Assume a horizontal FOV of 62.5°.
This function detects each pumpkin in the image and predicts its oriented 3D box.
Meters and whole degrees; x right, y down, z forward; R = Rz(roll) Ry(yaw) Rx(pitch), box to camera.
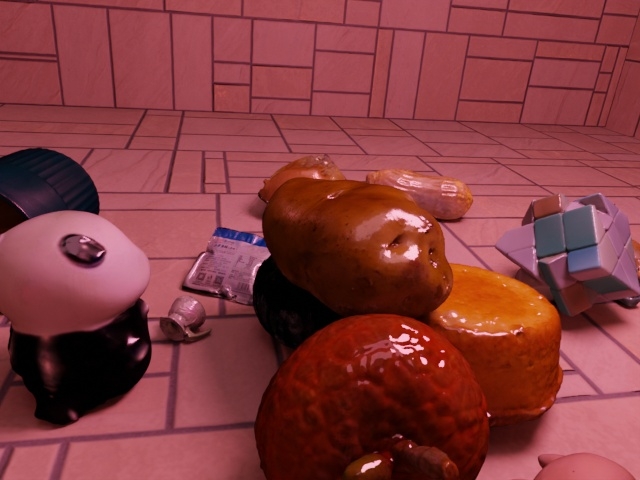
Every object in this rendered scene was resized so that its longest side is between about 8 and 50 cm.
[{"bbox_3d":[-0.002,0.090,0.913,0.233,0.163,0.233,1,23,0],"label":"pumpkin"}]

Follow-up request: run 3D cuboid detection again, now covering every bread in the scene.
[{"bbox_3d":[0.218,0.150,0.805,0.312,0.172,0.312,3,21,-1],"label":"bread"},{"bbox_3d":[-0.028,-0.137,1.417,0.262,0.162,0.204,15,27,2],"label":"bread"}]

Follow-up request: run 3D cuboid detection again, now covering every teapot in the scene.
[{"bbox_3d":[-0.228,0.139,0.896,0.083,0.064,0.064,39,37,0],"label":"teapot"}]

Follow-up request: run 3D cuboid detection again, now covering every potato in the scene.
[{"bbox_3d":[0.032,-0.010,0.772,0.176,0.195,0.369,30,1,-39],"label":"potato"}]

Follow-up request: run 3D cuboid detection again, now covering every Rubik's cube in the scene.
[{"bbox_3d":[0.499,0.039,1.075,0.224,0.265,0.213,27,-32,-34],"label":"Rubik's cube"}]

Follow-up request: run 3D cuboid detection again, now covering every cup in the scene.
[{"bbox_3d":[-0.551,-0.037,1.005,0.308,0.242,0.292,0,22,-3],"label":"cup"}]

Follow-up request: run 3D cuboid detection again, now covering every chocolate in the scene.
[{"bbox_3d":[0.278,-0.132,1.511,0.309,0.134,0.134,13,25,9],"label":"chocolate"}]

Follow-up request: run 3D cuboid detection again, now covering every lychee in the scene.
[{"bbox_3d":[0.058,0.204,0.583,0.255,0.255,0.300,-1,15,-12],"label":"lychee"}]

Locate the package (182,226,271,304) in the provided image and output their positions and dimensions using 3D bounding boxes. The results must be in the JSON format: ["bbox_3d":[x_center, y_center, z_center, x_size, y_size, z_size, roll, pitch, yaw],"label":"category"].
[{"bbox_3d":[-0.170,0.048,1.073,0.171,0.027,0.173,11,49,15],"label":"package"}]

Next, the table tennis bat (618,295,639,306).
[{"bbox_3d":[0.615,0.083,1.200,0.149,0.038,0.237,-5,23,-21],"label":"table tennis bat"}]

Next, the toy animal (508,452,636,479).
[{"bbox_3d":[0.232,0.302,0.502,0.250,0.166,0.154,-13,0,-39],"label":"toy animal"}]

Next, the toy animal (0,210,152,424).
[{"bbox_3d":[-0.343,0.085,0.745,0.213,0.266,0.212,1,20,0],"label":"toy animal"}]

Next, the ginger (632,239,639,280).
[{"bbox_3d":[0.744,0.037,1.271,0.115,0.081,0.205,-22,26,20],"label":"ginger"}]
